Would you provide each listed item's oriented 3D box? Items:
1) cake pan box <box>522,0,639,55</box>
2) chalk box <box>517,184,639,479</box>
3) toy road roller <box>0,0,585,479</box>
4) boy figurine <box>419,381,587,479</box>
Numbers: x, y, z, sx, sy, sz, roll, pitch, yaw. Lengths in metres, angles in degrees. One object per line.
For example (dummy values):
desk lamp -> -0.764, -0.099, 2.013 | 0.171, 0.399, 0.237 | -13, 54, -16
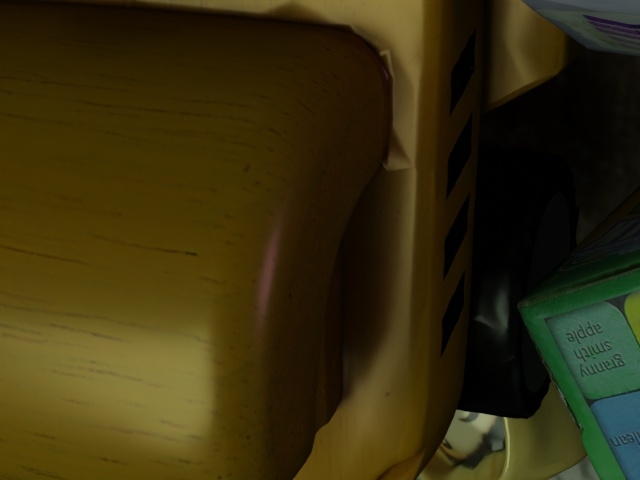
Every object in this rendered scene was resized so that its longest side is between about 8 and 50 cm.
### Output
cake pan box -> 0.189, -0.153, 0.358 | 0.246, 0.070, 0.266 | 11, 87, 33
chalk box -> 0.161, 0.033, 0.464 | 0.132, 0.213, 0.132 | -21, 100, 41
toy road roller -> -0.032, -0.059, 0.452 | 0.203, 0.240, 0.329 | 8, 110, 19
boy figurine -> 0.000, 0.000, 0.651 | 0.285, 0.092, 0.177 | 49, 129, 8
